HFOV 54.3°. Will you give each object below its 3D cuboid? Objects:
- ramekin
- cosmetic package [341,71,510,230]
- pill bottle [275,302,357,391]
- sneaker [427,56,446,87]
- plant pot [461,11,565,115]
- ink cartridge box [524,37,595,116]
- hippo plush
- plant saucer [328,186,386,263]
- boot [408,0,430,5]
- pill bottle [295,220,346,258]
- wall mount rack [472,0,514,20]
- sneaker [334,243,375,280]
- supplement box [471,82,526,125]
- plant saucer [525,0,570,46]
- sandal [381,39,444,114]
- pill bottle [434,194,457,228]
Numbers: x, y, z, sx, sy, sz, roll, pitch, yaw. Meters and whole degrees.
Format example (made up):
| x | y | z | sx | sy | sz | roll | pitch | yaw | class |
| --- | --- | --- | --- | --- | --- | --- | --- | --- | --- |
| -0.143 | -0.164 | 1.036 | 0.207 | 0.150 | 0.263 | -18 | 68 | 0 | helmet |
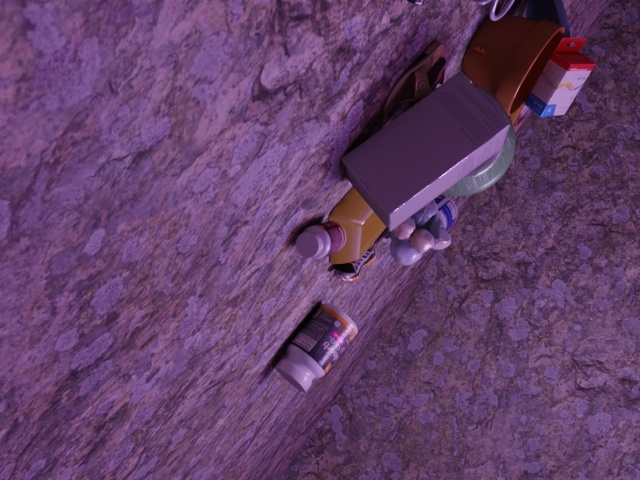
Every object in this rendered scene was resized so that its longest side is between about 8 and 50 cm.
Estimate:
| x | y | z | sx | sy | sz | roll | pitch | yaw | class |
| --- | --- | --- | --- | --- | --- | --- | --- | --- | --- |
| 0.377 | -0.283 | 1.715 | 0.303 | 0.303 | 0.148 | -57 | 162 | 5 | ramekin |
| 0.256 | -0.217 | 1.545 | 0.365 | 0.197 | 0.155 | -36 | 163 | -2 | cosmetic package |
| -0.014 | 0.361 | 2.107 | 0.278 | 0.162 | 0.162 | -49 | 162 | -20 | pill bottle |
| 0.299 | -0.428 | 1.674 | 0.118 | 0.042 | 0.067 | -53 | 160 | -16 | sneaker |
| 0.564 | -0.550 | 1.885 | 0.291 | 0.203 | 0.291 | -49 | 161 | -23 | plant pot |
| 0.746 | -0.501 | 1.920 | 0.134 | 0.078 | 0.231 | -13 | 140 | -35 | ink cartridge box |
| 0.304 | -0.044 | 2.233 | 0.236 | 0.234 | 0.294 | 131 | -37 | -50 | hippo plush |
| 0.156 | -0.093 | 1.856 | 0.333 | 0.081 | 0.332 | -49 | 161 | -20 | plant saucer |
| 0.184 | -0.518 | 1.125 | 0.236 | 0.085 | 0.178 | -31 | 153 | -54 | boot |
| 0.000 | 0.000 | 1.595 | 0.086 | 0.086 | 0.152 | -62 | 162 | 20 | pill bottle |
| 0.446 | -0.703 | 1.430 | 0.304 | 0.130 | 0.350 | -40 | 158 | -31 | wall mount rack |
| 0.111 | 0.058 | 2.038 | 0.215 | 0.084 | 0.083 | -42 | 146 | -46 | sneaker |
| 0.624 | -0.502 | 2.152 | 0.129 | 0.194 | 0.191 | -40 | 157 | -40 | supplement box |
| 0.745 | -0.674 | 2.038 | 0.044 | 0.317 | 0.317 | -13 | 159 | 2 | plant saucer |
| 0.254 | -0.393 | 1.553 | 0.240 | 0.079 | 0.088 | -51 | 163 | -12 | sandal |
| 0.433 | -0.076 | 2.509 | 0.265 | 0.153 | 0.153 | -35 | 154 | -47 | pill bottle |
